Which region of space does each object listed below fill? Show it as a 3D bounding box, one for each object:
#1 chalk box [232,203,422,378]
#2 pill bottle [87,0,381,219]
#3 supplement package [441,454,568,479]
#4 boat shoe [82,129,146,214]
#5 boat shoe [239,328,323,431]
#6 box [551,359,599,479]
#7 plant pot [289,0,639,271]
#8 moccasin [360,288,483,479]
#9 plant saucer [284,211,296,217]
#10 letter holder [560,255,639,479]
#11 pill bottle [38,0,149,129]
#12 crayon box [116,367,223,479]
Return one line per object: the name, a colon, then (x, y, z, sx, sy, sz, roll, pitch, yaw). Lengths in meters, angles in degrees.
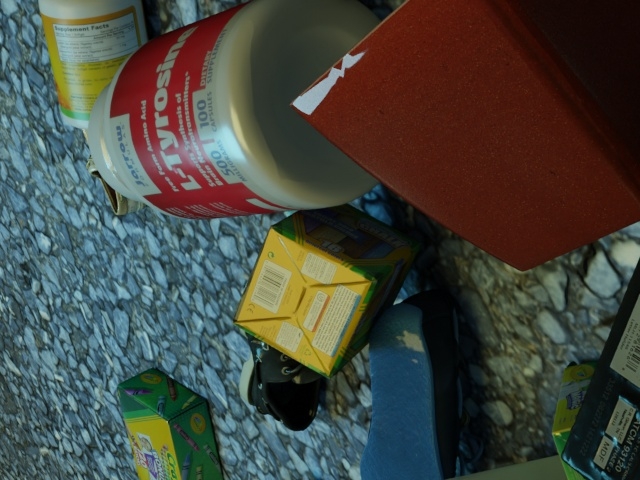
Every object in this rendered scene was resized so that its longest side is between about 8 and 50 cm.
chalk box: (0.019, 0.041, 1.368, 0.132, 0.213, 0.132, 28, 113, 14)
pill bottle: (-0.104, -0.140, 1.382, 0.408, 0.229, 0.229, -4, 109, 56)
supplement package: (0.220, 0.376, 1.252, 0.145, 0.204, 0.261, 120, 137, -53)
boat shoe: (-0.330, -0.117, 1.877, 0.170, 0.059, 0.063, 60, 148, 5)
boat shoe: (-0.034, 0.147, 1.585, 0.113, 0.127, 0.340, 46, 145, 24)
box: (0.266, 0.190, 1.182, 0.043, 0.179, 0.105, -17, 102, 18)
plant pot: (0.186, -0.134, 0.974, 0.235, 0.267, 0.267, 50, 148, -5)
moccasin: (0.130, 0.215, 1.419, 0.138, 0.117, 0.341, 24, 127, 29)
plant saucer: (0.000, 0.000, 1.533, 0.192, 0.018, 0.067, 57, 148, 7)
letter holder: (0.344, 0.065, 0.864, 0.152, 0.215, 0.301, 37, 113, 55)
pill bottle: (-0.304, -0.287, 1.646, 0.136, 0.136, 0.245, 27, 133, 43)
crayon box: (-0.250, 0.376, 2.096, 0.165, 0.081, 0.278, 22, 130, 46)
